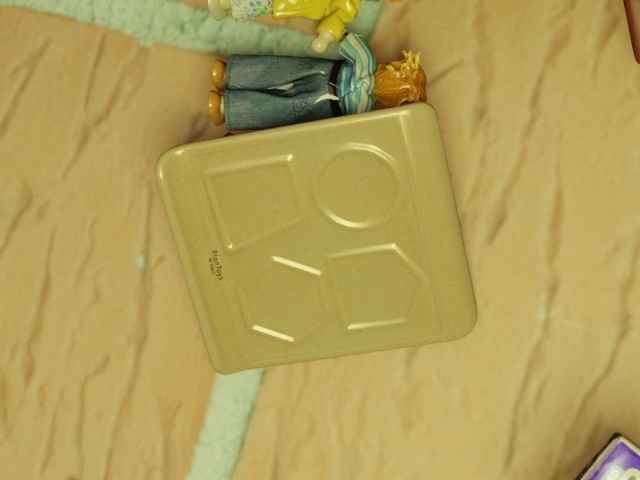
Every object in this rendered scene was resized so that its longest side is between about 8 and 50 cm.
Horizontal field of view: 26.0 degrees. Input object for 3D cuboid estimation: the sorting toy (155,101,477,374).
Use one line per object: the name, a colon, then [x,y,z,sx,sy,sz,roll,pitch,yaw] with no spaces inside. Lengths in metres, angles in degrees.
sorting toy: [0.000,0.000,1.037,0.208,0.038,0.193,-11,115,7]

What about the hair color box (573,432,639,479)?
hair color box: [0.296,0.271,0.902,0.339,0.185,0.110,41,92,14]

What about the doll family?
doll family: [-0.001,-0.143,1.051,0.163,0.118,0.263,-1,82,10]

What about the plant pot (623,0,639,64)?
plant pot: [0.303,-0.261,0.949,0.272,0.272,0.265,-6,88,10]
